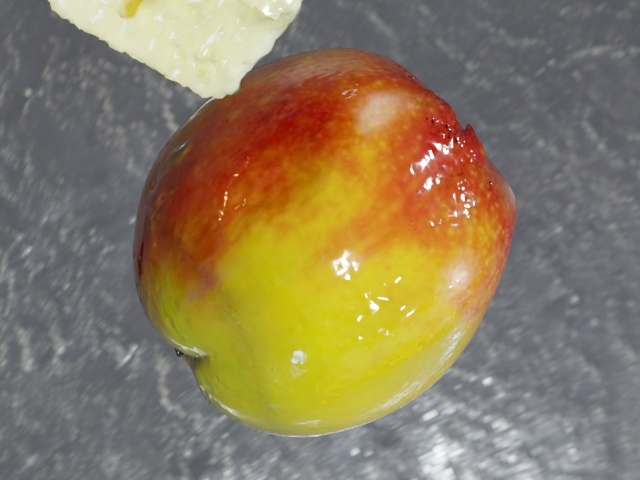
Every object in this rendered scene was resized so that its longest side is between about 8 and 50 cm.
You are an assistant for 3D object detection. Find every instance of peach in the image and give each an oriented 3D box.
[{"bbox_3d":[0.000,0.000,1.097,0.231,0.231,0.231,6,71,-19],"label":"peach"}]

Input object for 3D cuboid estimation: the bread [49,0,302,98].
[{"bbox_3d":[-0.074,-0.356,0.933,0.242,0.346,0.405,20,40,-34],"label":"bread"}]
